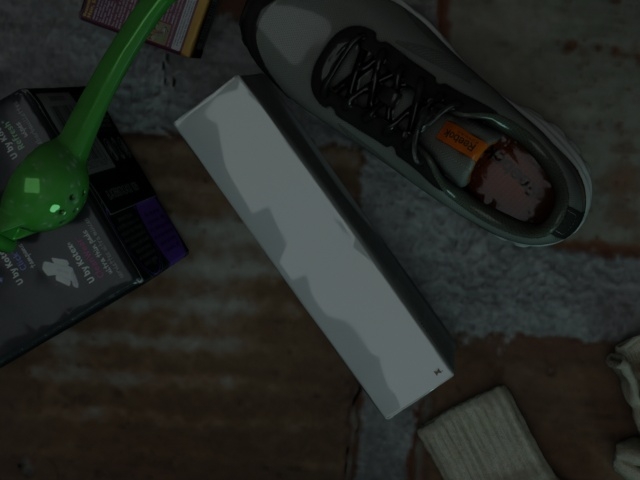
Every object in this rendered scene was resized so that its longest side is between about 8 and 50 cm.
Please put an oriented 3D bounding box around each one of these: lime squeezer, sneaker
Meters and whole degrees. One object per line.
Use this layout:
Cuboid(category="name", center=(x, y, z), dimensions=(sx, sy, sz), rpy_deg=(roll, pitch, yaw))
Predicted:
Cuboid(category="lime squeezer", center=(-0.206, -0.041, 0.757), dimensions=(0.310, 0.059, 0.110), rpy_deg=(-25, 92, 7))
Cuboid(category="sneaker", center=(0.066, -0.090, 0.866), dimensions=(0.272, 0.108, 0.100), rpy_deg=(34, 101, 2))

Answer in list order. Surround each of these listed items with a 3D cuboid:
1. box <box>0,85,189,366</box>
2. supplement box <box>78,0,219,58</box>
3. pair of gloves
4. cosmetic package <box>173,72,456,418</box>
Cuboid(category="box", center=(-0.248, 0.023, 0.880), dimensions=(0.270, 0.165, 0.143), rpy_deg=(-31, 93, 7))
Cuboid(category="supplement box", center=(-0.116, -0.164, 0.905), dimensions=(0.083, 0.043, 0.055), rpy_deg=(21, 99, 2))
Cuboid(category="pair of gloves", center=(0.211, 0.177, 0.917), dimensions=(0.240, 0.042, 0.204), rpy_deg=(-21, 94, 7))
Cuboid(category="cosmetic package", center=(0.000, 0.000, 0.887), dimensions=(0.060, 0.099, 0.239), rpy_deg=(-35, 92, 8))
